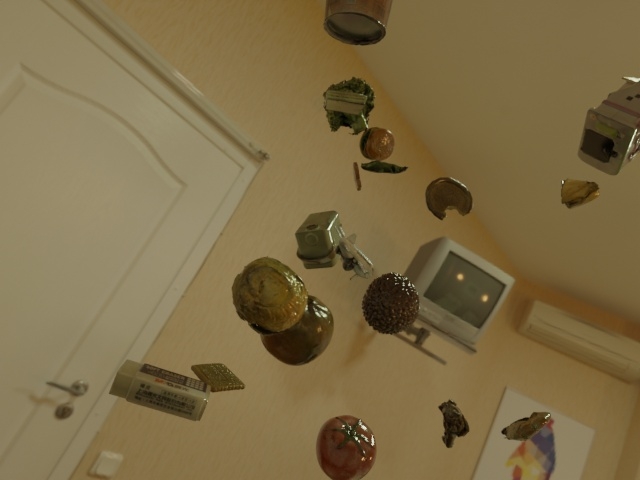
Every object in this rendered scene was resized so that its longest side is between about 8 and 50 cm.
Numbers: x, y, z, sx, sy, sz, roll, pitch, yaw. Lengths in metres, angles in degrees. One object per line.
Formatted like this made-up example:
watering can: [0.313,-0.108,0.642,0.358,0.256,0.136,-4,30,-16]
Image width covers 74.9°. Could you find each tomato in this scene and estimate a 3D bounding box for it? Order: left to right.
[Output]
tomato: [0.106,0.898,1.794,0.265,0.265,0.265,27,-15,8]

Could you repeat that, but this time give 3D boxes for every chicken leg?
chicken leg: [0.489,0.685,1.545,0.125,0.080,0.196,-159,-123,-70]

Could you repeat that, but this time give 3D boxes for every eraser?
eraser: [-0.485,0.459,1.286,0.279,0.081,0.124,22,-1,-11]

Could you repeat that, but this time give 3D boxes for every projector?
projector: [0.000,0.000,1.755,0.163,0.242,0.177,-6,-65,21]

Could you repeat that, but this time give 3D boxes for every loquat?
loquat: [-0.086,0.330,1.601,0.276,0.276,0.284,30,-57,-6]

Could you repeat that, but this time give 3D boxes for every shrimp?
shrimp: [0.717,0.658,1.475,0.061,0.145,0.267,50,-27,27]

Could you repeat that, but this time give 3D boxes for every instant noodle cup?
instant noodle cup: [0.108,-0.665,1.128,0.218,0.207,0.217,10,-1,0]

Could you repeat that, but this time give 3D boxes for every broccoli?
broccoli: [0.112,-0.583,1.777,0.242,0.273,0.180,-27,-50,18]

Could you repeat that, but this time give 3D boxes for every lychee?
lychee: [0.300,0.280,1.845,0.267,0.267,0.267,27,-15,8]

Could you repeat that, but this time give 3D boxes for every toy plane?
toy plane: [0.076,0.041,0.934,0.171,0.066,0.162,63,1,-46]

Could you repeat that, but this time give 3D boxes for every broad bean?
broad bean: [0.268,-0.307,1.759,0.195,0.046,0.061,5,-13,7]

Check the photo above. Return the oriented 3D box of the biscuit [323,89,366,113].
biscuit: [0.073,-0.428,1.300,0.121,0.040,0.199,5,8,-3]

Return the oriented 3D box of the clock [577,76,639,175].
clock: [0.954,-0.390,1.266,0.166,0.309,0.235,47,-3,35]

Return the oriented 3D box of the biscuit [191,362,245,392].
biscuit: [-0.470,0.619,1.910,0.172,0.029,0.254,10,4,-40]

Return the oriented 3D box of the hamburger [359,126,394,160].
hamburger: [0.257,-0.436,1.902,0.162,0.162,0.115,38,0,-31]

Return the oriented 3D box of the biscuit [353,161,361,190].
biscuit: [0.161,-0.277,1.851,0.023,0.118,0.140,-10,-43,2]

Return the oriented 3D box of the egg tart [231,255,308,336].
egg tart: [-0.153,0.158,1.265,0.232,0.252,0.098,-12,-18,-9]

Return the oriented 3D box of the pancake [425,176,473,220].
pancake: [0.718,-0.228,2.331,0.288,0.286,0.033,28,-26,-3]

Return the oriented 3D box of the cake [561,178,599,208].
cake: [0.782,-0.134,1.300,0.079,0.116,0.185,50,7,-11]
